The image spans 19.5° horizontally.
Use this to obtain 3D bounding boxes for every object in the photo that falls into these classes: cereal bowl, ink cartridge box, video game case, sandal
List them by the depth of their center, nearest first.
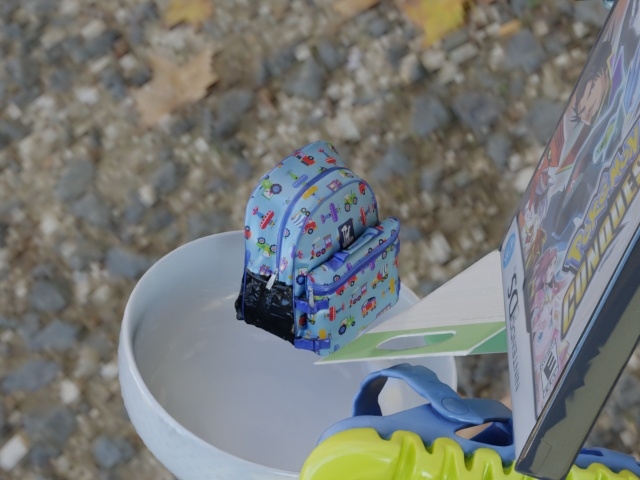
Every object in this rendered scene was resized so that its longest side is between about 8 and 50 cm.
[{"bbox_3d":[0.177,-0.030,1.142,0.035,0.275,0.248,17,32,-8],"label":"video game case"},{"bbox_3d":[0.140,0.168,1.382,0.317,0.126,0.138,17,33,-12],"label":"sandal"},{"bbox_3d":[0.135,0.064,1.446,0.235,0.056,0.171,-32,15,-39],"label":"ink cartridge box"},{"bbox_3d":[-0.043,0.150,1.868,0.339,0.141,0.339,11,42,-10],"label":"cereal bowl"}]

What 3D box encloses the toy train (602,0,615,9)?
[{"bbox_3d":[0.414,-0.342,2.165,0.334,0.142,0.190,-10,15,-17],"label":"toy train"}]

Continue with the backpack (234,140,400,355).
[{"bbox_3d":[0.000,0.000,1.794,0.117,0.173,0.158,27,43,32],"label":"backpack"}]
